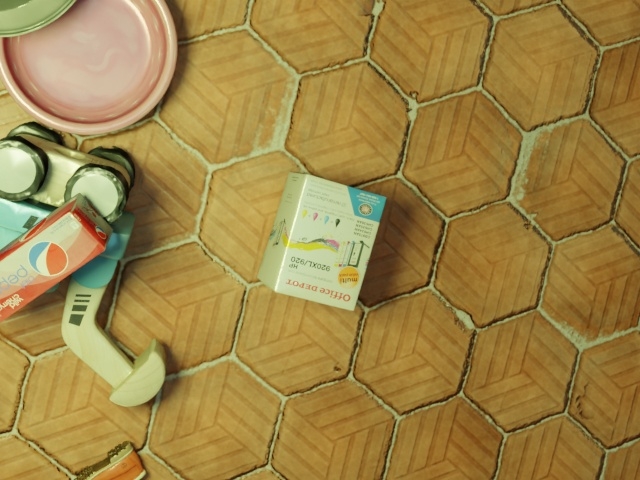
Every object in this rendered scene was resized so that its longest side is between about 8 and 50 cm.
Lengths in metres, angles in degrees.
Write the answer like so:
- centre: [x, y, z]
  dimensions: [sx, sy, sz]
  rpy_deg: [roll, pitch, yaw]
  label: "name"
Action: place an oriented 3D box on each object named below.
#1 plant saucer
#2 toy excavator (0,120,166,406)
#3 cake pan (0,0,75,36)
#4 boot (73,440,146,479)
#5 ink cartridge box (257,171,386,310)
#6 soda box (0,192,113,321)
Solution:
- centre: [-0.436, -0.362, 1.727]
  dimensions: [0.332, 0.084, 0.331]
  rpy_deg: [-1, 95, -14]
  label: "plant saucer"
- centre: [-0.450, 0.052, 1.719]
  dimensions: [0.433, 0.222, 0.445]
  rpy_deg: [18, 103, -12]
  label: "toy excavator"
- centre: [-0.551, -0.502, 1.635]
  dimensions: [0.293, 0.054, 0.293]
  rpy_deg: [-2, 74, 6]
  label: "cake pan"
- centre: [-0.421, 0.473, 1.820]
  dimensions: [0.158, 0.059, 0.084]
  rpy_deg: [-33, 106, -10]
  label: "boot"
- centre: [0.000, 0.000, 1.819]
  dimensions: [0.171, 0.168, 0.232]
  rpy_deg: [15, 92, -15]
  label: "ink cartridge box"
- centre: [-0.483, 0.036, 1.562]
  dimensions: [0.263, 0.083, 0.092]
  rpy_deg: [-34, 113, 14]
  label: "soda box"
